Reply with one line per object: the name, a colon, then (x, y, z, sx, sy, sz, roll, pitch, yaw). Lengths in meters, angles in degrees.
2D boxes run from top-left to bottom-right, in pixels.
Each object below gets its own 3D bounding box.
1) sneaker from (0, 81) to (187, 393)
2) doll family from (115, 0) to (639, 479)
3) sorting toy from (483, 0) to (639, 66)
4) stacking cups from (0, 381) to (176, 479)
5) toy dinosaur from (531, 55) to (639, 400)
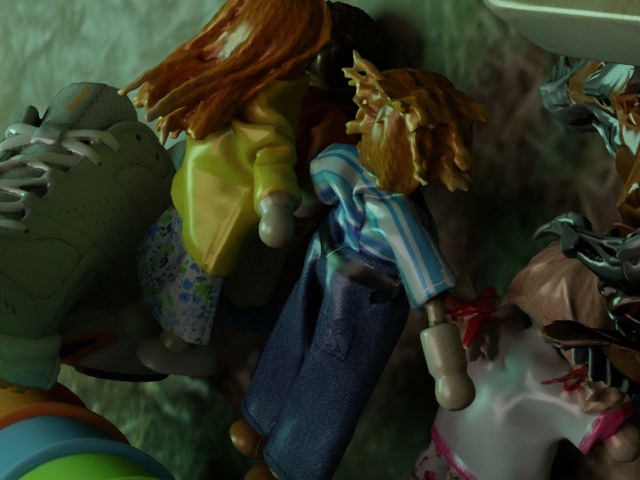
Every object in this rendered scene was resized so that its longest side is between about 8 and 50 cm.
sneaker: (-0.119, -0.009, 0.752, 0.099, 0.262, 0.121, 15, 92, 13)
doll family: (0.000, 0.000, 0.673, 0.263, 0.118, 0.163, 48, 125, 44)
sorting toy: (0.194, -0.127, 0.389, 0.255, 0.089, 0.257, 18, 77, 56)
stacking cups: (-0.101, 0.104, 0.689, 0.316, 0.096, 0.096, -158, 74, -65)
toy dinosaur: (0.135, 0.052, 0.476, 0.218, 0.164, 0.322, -51, 26, 18)
